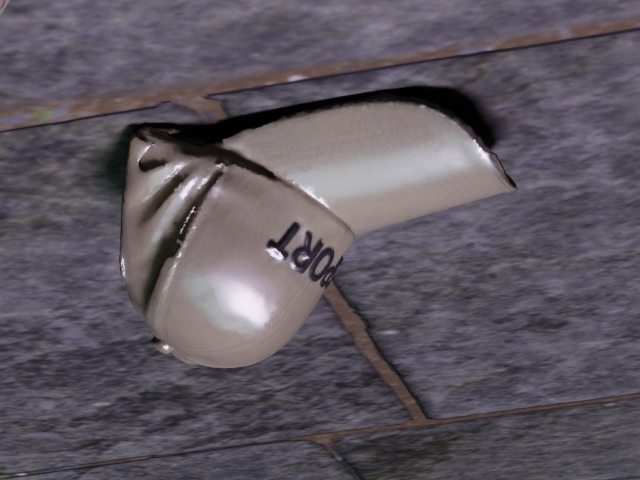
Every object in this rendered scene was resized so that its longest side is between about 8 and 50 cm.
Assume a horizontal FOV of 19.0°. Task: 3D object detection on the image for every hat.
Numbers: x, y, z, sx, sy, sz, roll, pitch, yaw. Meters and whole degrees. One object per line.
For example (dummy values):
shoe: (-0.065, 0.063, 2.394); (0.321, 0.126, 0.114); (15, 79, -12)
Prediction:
hat: (0.000, 0.000, 0.829); (0.175, 0.085, 0.147); (-11, 160, 21)

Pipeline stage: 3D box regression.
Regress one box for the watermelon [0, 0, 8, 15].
watermelon: (-0.113, -0.079, 0.591); (0.085, 0.061, 0.085); (-3, 153, -2)
